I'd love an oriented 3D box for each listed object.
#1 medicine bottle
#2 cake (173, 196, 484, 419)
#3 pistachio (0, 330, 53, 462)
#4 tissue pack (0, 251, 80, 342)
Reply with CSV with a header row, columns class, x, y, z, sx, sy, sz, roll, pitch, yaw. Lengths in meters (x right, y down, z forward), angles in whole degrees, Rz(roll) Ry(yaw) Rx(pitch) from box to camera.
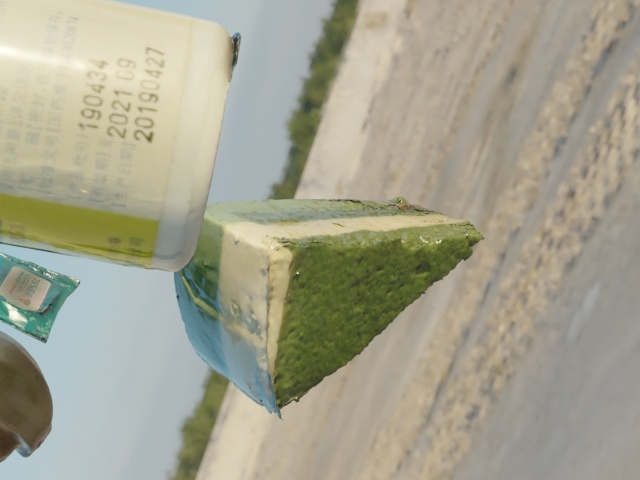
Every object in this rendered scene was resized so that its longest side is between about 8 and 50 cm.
class,x,y,z,sx,sy,sz,roll,pitch,yaw
medicine bottle,-0.183,-0.072,0.762,0.143,0.258,0.143,-168,90,-82
cake,0.005,-0.002,1.325,0.283,0.158,0.172,-36,-50,-21
pistachio,-0.340,0.145,1.389,0.130,0.210,0.165,-48,-42,1
tissue pack,-0.271,0.051,1.272,0.138,0.085,0.028,-79,13,-67
